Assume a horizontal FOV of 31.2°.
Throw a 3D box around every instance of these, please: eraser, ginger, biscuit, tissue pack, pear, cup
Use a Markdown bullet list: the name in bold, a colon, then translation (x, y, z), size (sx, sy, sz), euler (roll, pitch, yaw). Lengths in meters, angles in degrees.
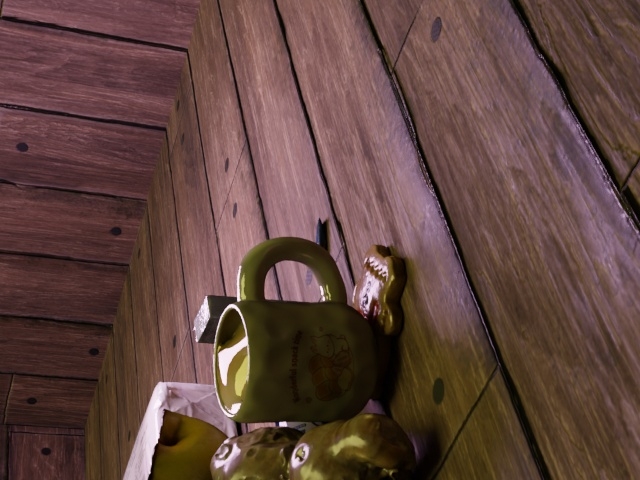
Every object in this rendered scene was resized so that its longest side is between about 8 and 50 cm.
- **eraser**: translation (-0.098, 0.138, 1.914), size (0.092, 0.212, 0.046), euler (121, 149, -51)
- **ginger**: translation (0.001, 0.344, 1.563), size (0.375, 0.176, 0.256), euler (-36, 89, 41)
- **biscuit**: translation (0.074, 0.123, 1.695), size (0.166, 0.036, 0.226), euler (-137, 55, -65)
- **tissue pack**: translation (-0.294, 0.504, 2.383), size (0.266, 0.193, 0.357), euler (-105, 30, -49)
- **pear**: translation (-0.189, 0.462, 1.758), size (0.340, 0.191, 0.387), euler (-89, 13, -63)
- **cup**: translation (-0.042, 0.140, 1.660), size (0.173, 0.202, 0.255), euler (121, 144, -48)

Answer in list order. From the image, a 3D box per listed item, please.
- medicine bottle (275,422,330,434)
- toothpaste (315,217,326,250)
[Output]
- **medicine bottle**: translation (-0.016, 0.293, 1.782), size (0.192, 0.106, 0.107), euler (-102, 27, -44)
- **toothpaste**: translation (0.000, 0.000, 1.978), size (0.027, 0.019, 0.083), euler (81, -175, -61)
